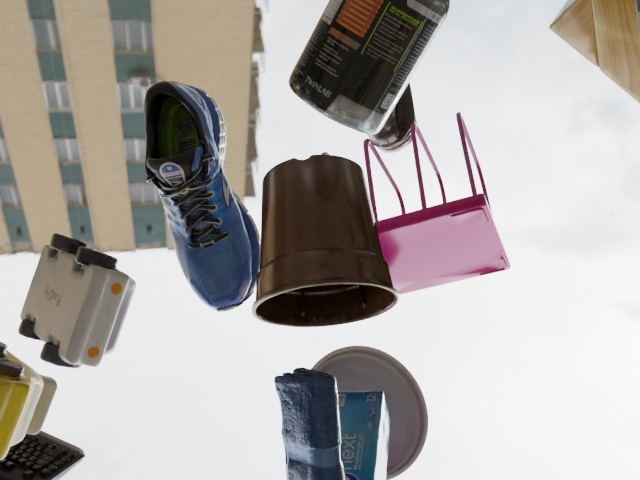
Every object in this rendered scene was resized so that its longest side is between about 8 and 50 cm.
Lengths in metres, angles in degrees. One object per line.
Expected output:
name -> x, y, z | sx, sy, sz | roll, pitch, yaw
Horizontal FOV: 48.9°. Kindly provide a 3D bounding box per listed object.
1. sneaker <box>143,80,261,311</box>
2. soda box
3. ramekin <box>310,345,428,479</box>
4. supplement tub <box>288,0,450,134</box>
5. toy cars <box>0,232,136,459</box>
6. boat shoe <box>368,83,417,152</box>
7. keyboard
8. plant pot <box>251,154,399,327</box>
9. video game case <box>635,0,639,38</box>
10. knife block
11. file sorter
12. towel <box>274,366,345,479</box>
sneaker -> -0.178, -0.062, 0.954 | 0.130, 0.147, 0.330 | -19, -96, 11
soda box -> 0.042, 0.289, 0.865 | 0.067, 0.071, 0.210 | -4, -142, 15
ramekin -> 0.052, 0.278, 1.095 | 0.207, 0.109, 0.207 | 8, -119, -15
supplement tub -> 0.057, -0.218, 0.740 | 0.117, 0.190, 0.117 | 28, -161, -10
toy cars -> -0.273, 0.116, 0.704 | 0.087, 0.393, 0.176 | 21, -137, -34
boat shoe -> 0.080, -0.301, 1.155 | 0.112, 0.095, 0.335 | -23, -118, 19
keyboard -> -0.521, 0.296, 1.004 | 0.317, 0.033, 0.201 | 15, -158, 18
plant pot -> 0.000, 0.000, 0.822 | 0.167, 0.167, 0.165 | -1, -112, -9
video game case -> 0.346, -0.237, 0.697 | 0.087, 0.011, 0.122 | 12, -113, -21
knife block -> 0.415, -0.310, 0.871 | 0.275, 0.242, 0.088 | 38, -110, -4
file sorter -> 0.103, -0.042, 1.039 | 0.290, 0.202, 0.182 | -15, -121, 17
towel -> -0.008, 0.170, 0.594 | 0.029, 0.119, 0.067 | -3, 178, -37
